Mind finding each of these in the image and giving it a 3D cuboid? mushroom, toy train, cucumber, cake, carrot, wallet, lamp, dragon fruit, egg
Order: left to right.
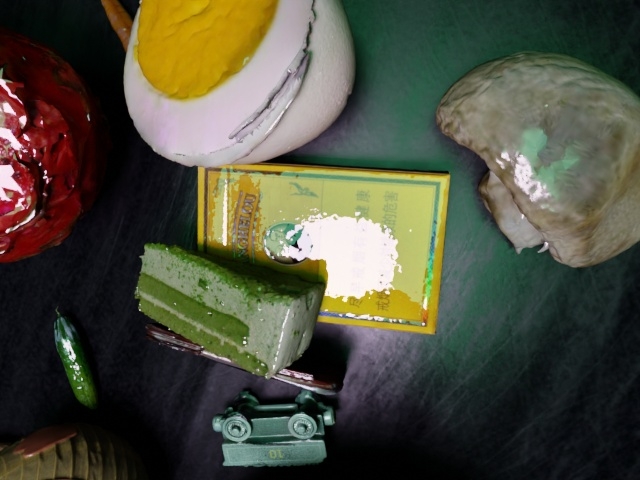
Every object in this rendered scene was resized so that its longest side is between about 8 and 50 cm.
[{"bbox_3d":[-0.395,-0.108,0.563,0.296,0.301,0.295,0,97,3],"label":"dragon fruit"},{"bbox_3d":[-0.334,0.386,0.663,0.250,0.250,0.284,-42,130,13],"label":"lamp"},{"bbox_3d":[-0.363,0.178,0.727,0.039,0.039,0.167,-13,97,11],"label":"cucumber"},{"bbox_3d":[-0.241,-0.251,0.644,0.048,0.048,0.216,-29,88,13],"label":"carrot"},{"bbox_3d":[-0.124,0.072,0.557,0.235,0.099,0.100,14,101,9],"label":"cake"},{"bbox_3d":[-0.086,-0.204,0.565,0.286,0.174,0.264,26,97,29],"label":"egg"},{"bbox_3d":[-0.093,0.150,0.629,0.255,0.137,0.031,12,80,8],"label":"wallet"},{"bbox_3d":[-0.062,0.264,0.674,0.172,0.070,0.099,-6,104,9],"label":"toy train"},{"bbox_3d":[0.260,-0.090,0.516,0.190,0.164,0.267,-32,92,14],"label":"mushroom"}]

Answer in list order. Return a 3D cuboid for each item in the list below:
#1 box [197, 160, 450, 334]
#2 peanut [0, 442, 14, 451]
[{"bbox_3d":[0.000,0.000,0.614,0.302,0.084,0.192,4,99,9],"label":"box"},{"bbox_3d":[-0.538,0.355,0.762,0.214,0.099,0.099,7,99,14],"label":"peanut"}]
